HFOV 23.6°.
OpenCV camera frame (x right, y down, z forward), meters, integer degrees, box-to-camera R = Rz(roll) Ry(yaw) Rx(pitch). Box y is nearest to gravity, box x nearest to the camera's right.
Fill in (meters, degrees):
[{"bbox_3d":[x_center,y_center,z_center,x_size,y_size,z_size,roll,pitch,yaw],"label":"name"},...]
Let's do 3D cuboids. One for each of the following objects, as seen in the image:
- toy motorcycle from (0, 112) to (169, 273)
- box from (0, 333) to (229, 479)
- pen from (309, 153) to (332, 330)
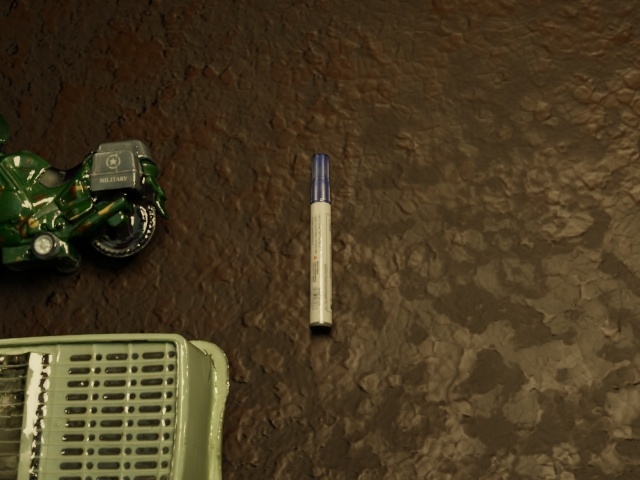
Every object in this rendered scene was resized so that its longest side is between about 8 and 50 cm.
[{"bbox_3d":[-0.303,-0.059,1.687,0.274,0.125,0.187,-5,76,8],"label":"toy motorcycle"},{"bbox_3d":[-0.238,0.204,1.528,0.290,0.166,0.221,-2,67,11],"label":"box"},{"bbox_3d":[0.000,0.000,1.644,0.025,0.025,0.204,-5,65,10],"label":"pen"}]
